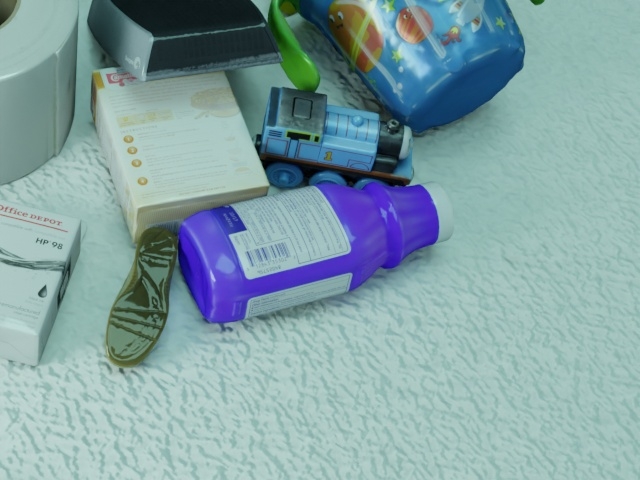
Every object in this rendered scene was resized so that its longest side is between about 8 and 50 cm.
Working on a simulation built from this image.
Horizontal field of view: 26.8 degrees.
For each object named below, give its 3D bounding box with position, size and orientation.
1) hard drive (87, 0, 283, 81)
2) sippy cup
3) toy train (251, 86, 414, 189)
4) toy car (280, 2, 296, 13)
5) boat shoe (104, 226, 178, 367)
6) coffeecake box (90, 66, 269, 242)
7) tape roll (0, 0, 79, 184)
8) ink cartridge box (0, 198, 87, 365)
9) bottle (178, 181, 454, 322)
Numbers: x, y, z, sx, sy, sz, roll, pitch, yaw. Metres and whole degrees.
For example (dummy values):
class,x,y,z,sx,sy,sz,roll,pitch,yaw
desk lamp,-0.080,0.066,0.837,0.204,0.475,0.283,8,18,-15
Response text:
class,x,y,z,sx,sy,sz,roll,pitch,yaw
hard drive,-0.155,-0.239,1.472,0.172,0.054,0.255,-10,26,-19
sippy cup,0.111,-0.255,1.523,0.305,0.240,0.224,-34,74,12
toy train,0.016,-0.101,1.449,0.184,0.105,0.080,10,54,-5
toy car,0.045,-0.392,1.593,0.239,0.225,0.053,-24,58,-26
boat shoe,-0.178,0.061,1.334,0.056,0.048,0.153,13,61,-8
coffeecake box,-0.152,-0.101,1.419,0.142,0.068,0.185,-11,59,-19
tape roll,-0.375,-0.197,1.395,0.246,0.169,0.246,6,53,-8
ink cartridge box,-0.300,0.023,1.319,0.104,0.060,0.180,14,53,-2
bottle,0.000,0.000,1.381,0.282,0.092,0.118,-15,53,-22
